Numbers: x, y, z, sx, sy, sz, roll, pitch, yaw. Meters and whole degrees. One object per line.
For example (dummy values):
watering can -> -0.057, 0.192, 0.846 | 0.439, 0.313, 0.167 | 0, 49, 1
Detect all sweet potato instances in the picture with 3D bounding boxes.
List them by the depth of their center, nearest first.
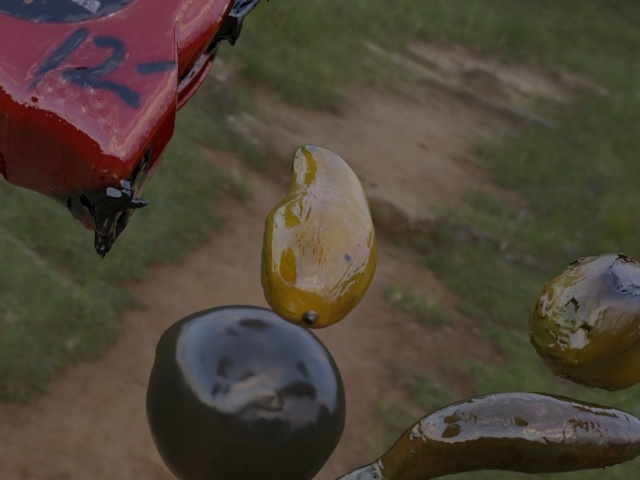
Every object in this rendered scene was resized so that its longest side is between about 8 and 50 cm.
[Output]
sweet potato -> 0.164, 0.195, 1.361 | 0.346, 0.108, 0.079 | -9, 40, -5

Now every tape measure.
tape measure -> -0.162, -0.155, 0.870 | 0.253, 0.260, 0.114 | 31, -26, 0

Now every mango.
mango -> 0.000, 0.000, 1.129 | 0.098, 0.075, 0.190 | 37, 33, -20
mango -> 0.307, 0.095, 1.601 | 0.151, 0.156, 0.248 | -11, -2, 26

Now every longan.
longan -> -0.096, 0.197, 1.762 | 0.258, 0.258, 0.258 | 27, 12, -6
